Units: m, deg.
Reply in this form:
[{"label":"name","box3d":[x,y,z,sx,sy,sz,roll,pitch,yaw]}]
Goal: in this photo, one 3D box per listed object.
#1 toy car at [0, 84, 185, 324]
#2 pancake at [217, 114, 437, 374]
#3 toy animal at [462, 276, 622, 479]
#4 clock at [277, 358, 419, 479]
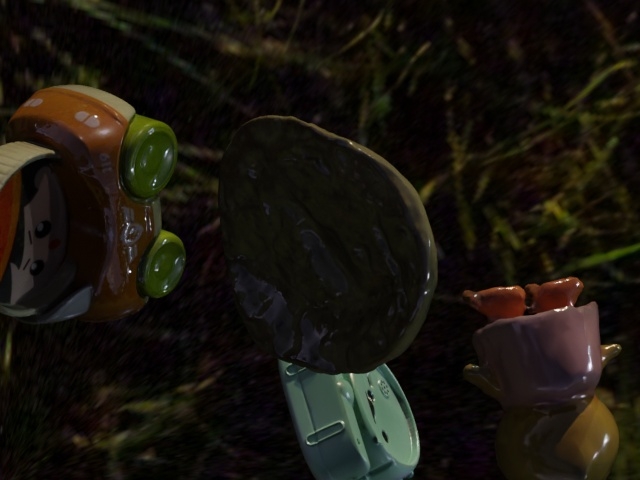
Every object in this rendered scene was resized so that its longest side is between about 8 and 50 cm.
[{"label":"toy car","box3d":[-0.246,-0.012,1.502,0.145,0.235,0.235,18,75,32]},{"label":"pancake","box3d":[0.000,0.000,1.374,0.050,0.242,0.242,-26,87,-45]},{"label":"toy animal","box3d":[0.266,0.186,1.918,0.195,0.169,0.281,-6,89,-13]},{"label":"clock","box3d":[0.040,0.174,1.625,0.066,0.211,0.159,-26,65,19]}]
